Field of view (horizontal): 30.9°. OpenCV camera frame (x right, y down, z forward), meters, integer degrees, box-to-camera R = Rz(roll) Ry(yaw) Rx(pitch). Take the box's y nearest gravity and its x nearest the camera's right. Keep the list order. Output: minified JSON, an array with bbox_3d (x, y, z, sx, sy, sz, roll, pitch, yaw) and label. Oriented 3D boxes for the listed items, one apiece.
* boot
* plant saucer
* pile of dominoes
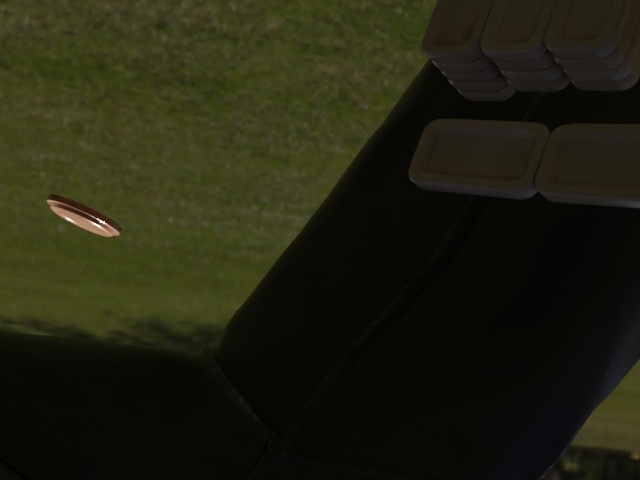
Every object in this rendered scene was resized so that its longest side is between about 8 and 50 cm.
[{"bbox_3d":[0.002,0.001,0.635,0.367,0.445,0.146,26,159,28],"label":"boot"},{"bbox_3d":[-0.248,-0.024,1.213,0.083,0.013,0.083,23,168,5],"label":"plant saucer"},{"bbox_3d":[0.156,-0.092,0.421,0.251,0.196,0.040,8,160,42],"label":"pile of dominoes"}]
